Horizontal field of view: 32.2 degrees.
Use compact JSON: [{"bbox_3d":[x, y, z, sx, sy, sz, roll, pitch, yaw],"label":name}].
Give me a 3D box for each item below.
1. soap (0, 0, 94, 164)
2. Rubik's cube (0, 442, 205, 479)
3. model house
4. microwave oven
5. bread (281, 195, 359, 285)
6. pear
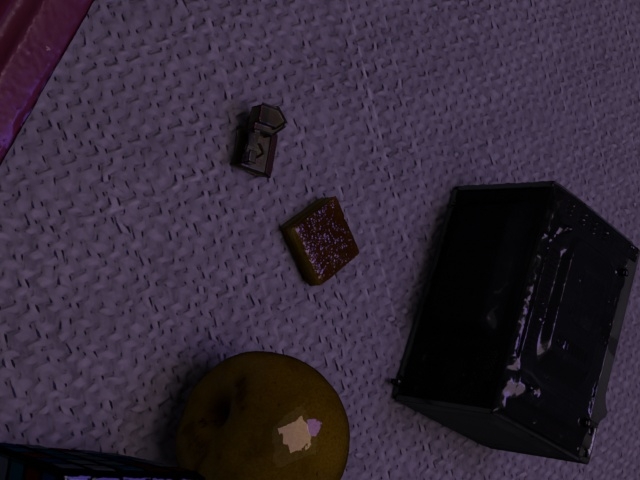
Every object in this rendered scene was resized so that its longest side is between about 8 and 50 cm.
[{"bbox_3d":[-0.376,-0.232,1.099,0.233,0.128,0.359,39,65,-36],"label":"soap"},{"bbox_3d":[-0.253,0.319,1.170,0.182,0.187,0.184,15,78,-41],"label":"Rubik's cube"},{"bbox_3d":[-0.073,-0.128,1.420,0.058,0.057,0.083,18,76,-36],"label":"model house"},{"bbox_3d":[0.307,0.122,1.655,0.286,0.218,0.355,33,69,-38],"label":"microwave oven"},{"bbox_3d":[0.000,0.000,1.499,0.090,0.035,0.094,-40,116,-35],"label":"bread"},{"bbox_3d":[-0.062,0.240,1.329,0.209,0.209,0.209,0,90,-42],"label":"pear"}]
